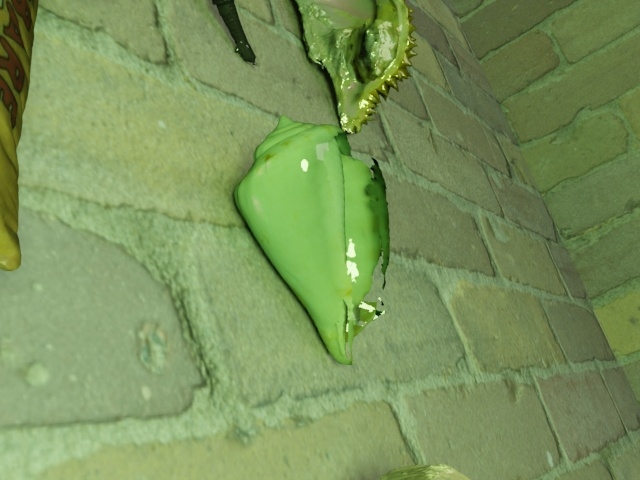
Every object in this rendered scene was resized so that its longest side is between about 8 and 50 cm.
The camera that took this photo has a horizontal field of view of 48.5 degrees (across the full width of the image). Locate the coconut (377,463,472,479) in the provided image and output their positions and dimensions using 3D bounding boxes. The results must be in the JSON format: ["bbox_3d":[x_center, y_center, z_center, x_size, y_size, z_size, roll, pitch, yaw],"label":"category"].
[{"bbox_3d":[0.097,0.284,0.569,0.194,0.194,0.194,42,32,-34],"label":"coconut"}]

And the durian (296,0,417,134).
[{"bbox_3d":[0.054,-0.317,1.117,0.167,0.172,0.306,-5,75,-36],"label":"durian"}]

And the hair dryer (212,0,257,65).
[{"bbox_3d":[-0.112,-0.395,0.859,0.120,0.304,0.359,28,-39,56],"label":"hair dryer"}]

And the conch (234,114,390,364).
[{"bbox_3d":[0.013,-0.014,0.749,0.250,0.137,0.143,54,27,-15],"label":"conch"}]

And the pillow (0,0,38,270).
[{"bbox_3d":[-0.287,-0.159,0.378,0.312,0.119,0.310,29,37,-45],"label":"pillow"}]
